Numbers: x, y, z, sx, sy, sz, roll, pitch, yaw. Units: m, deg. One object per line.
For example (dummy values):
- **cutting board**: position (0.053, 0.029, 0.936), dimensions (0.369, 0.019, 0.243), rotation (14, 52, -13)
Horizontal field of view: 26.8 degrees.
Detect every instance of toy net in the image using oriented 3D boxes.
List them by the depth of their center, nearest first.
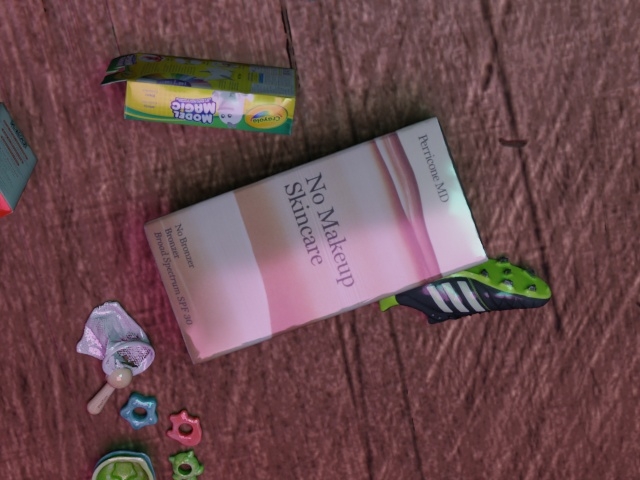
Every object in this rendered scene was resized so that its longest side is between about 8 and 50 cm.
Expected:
- **toy net**: position (-0.194, 0.176, 1.433), dimensions (0.122, 0.045, 0.232), rotation (-6, 113, 1)

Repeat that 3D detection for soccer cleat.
- **soccer cleat**: position (0.146, 0.053, 1.389), dimensions (0.179, 0.060, 0.072), rotation (8, 122, 2)

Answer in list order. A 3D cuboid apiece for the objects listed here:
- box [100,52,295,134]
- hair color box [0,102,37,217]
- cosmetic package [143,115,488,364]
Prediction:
- **box**: position (-0.114, -0.140, 1.269), dimensions (0.179, 0.105, 0.043), rotation (7, 112, -4)
- **hair color box**: position (-0.313, -0.073, 1.272), dimensions (0.043, 0.141, 0.072), rotation (-25, 111, 9)
- **cosmetic package**: position (0.000, 0.000, 1.299), dimensions (0.296, 0.129, 0.153), rotation (-21, 89, 6)
